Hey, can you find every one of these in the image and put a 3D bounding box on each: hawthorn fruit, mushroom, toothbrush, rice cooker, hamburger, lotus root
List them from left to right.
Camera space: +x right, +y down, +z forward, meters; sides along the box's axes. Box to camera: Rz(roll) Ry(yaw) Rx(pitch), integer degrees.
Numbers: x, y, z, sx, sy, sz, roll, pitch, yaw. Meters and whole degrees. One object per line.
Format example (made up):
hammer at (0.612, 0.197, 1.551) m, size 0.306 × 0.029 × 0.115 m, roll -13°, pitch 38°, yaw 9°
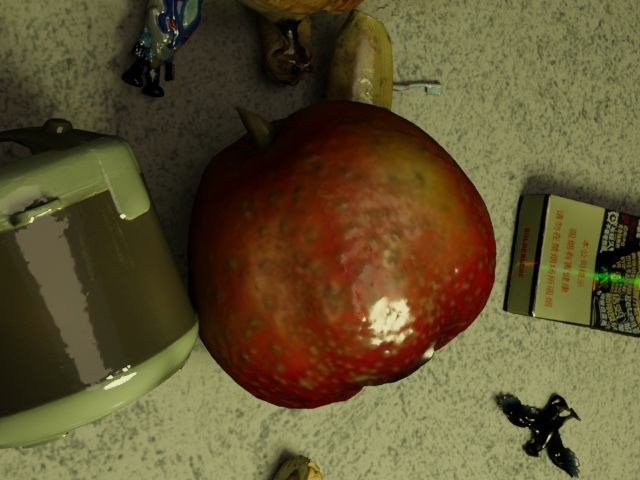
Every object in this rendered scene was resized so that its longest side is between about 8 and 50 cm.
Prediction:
rice cooker at (-0.330, 0.036, 1.201) m, size 0.335 × 0.335 × 0.325 m, roll -26°, pitch 101°, yaw -24°
mushroom at (-0.062, -0.375, 1.403) m, size 0.267 × 0.267 × 0.254 m, roll 37°, pitch 109°, yaw -22°
hamburger at (-0.034, 0.399, 1.477) m, size 0.102 × 0.087 × 0.176 m, roll 35°, pitch 67°, yaw -35°
hawthorn fruit at (0.000, 0.000, 1.322) m, size 0.403 × 0.403 × 0.402 m, roll 0°, pitch 90°, yaw -27°
lotus root at (0.054, -0.198, 1.496) m, size 0.110 × 0.097 × 0.258 m, roll -13°, pitch 108°, yaw -58°
toothbrush at (0.103, -0.228, 1.574) m, size 0.193 × 0.013 × 0.019 m, roll -4°, pitch 101°, yaw -27°

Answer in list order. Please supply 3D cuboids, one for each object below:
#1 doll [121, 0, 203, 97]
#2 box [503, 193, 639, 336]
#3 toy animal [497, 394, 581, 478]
doll at (-0.203, -0.289, 1.394) m, size 0.096 × 0.070 × 0.195 m, roll 32°, pitch 77°, yaw -54°
box at (0.456, 0.048, 1.714) m, size 0.310 × 0.084 × 0.198 m, roll 11°, pitch 85°, yaw -26°
toy animal at (0.368, 0.304, 1.694) m, size 0.220 × 0.062 × 0.108 m, roll 40°, pitch 92°, yaw -22°
